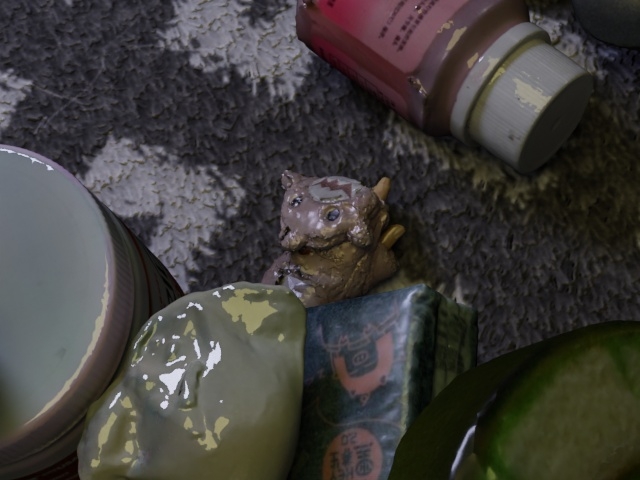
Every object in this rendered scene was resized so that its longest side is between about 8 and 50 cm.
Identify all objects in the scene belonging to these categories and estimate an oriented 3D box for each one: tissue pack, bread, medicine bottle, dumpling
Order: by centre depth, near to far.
[{"bbox_3d":[0.212,0.241,1.033,0.366,0.129,0.382,51,58,-5],"label":"bread"},{"bbox_3d":[-0.092,0.133,1.077,0.151,0.124,0.229,17,85,-8],"label":"dumpling"},{"bbox_3d":[0.004,0.204,1.131,0.228,0.103,0.316,-14,63,42],"label":"tissue pack"},{"bbox_3d":[-0.242,0.080,1.200,0.252,0.241,0.252,-4,70,12],"label":"medicine bottle"},{"bbox_3d":[0.105,-0.165,1.265,0.247,0.147,0.147,38,82,21],"label":"medicine bottle"}]

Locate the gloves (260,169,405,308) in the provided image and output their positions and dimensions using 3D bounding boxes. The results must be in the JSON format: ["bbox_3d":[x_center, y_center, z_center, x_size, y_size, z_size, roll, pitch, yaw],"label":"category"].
[{"bbox_3d":[0.005,0.007,1.255,0.110,0.094,0.144,7,80,27],"label":"gloves"}]

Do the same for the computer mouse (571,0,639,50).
[{"bbox_3d":[0.318,-0.223,1.233,0.379,0.090,0.167,5,71,2],"label":"computer mouse"}]
